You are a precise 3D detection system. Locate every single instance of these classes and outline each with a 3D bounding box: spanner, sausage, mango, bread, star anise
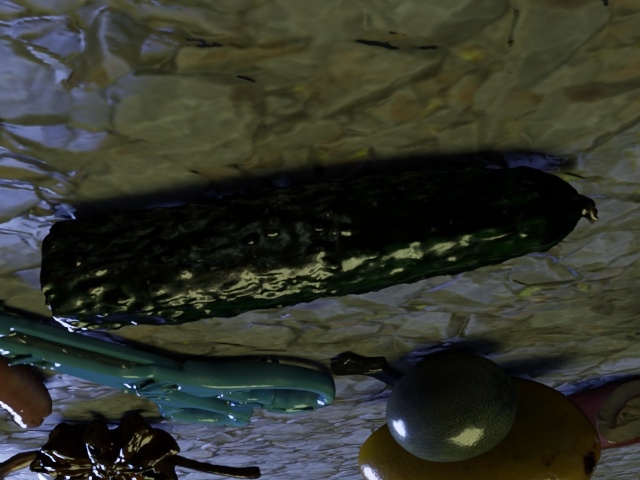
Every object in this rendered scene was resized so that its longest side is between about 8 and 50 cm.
[{"bbox_3d":[0.069,0.138,0.834,0.046,0.012,0.208,-16,155,24],"label":"spanner"},{"bbox_3d":[-0.258,0.125,0.708,0.043,0.043,0.186,-3,156,-5],"label":"sausage"},{"bbox_3d":[0.154,0.208,0.857,0.253,0.139,0.113,-14,133,27],"label":"mango"},{"bbox_3d":[0.322,0.197,0.944,0.119,0.067,0.192,9,155,-44],"label":"bread"},{"bbox_3d":[-0.208,0.254,0.951,0.177,0.073,0.234,-32,129,32],"label":"star anise"}]

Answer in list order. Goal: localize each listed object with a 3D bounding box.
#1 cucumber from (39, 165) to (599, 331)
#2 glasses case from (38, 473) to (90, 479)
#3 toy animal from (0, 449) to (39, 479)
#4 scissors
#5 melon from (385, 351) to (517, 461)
[{"bbox_3d":[0.000,0.000,0.449,0.293,0.068,0.067,-9,156,7],"label":"cucumber"},{"bbox_3d":[-0.317,0.295,1.074,0.063,0.041,0.164,-4,157,-10],"label":"glasses case"},{"bbox_3d":[-0.432,0.257,0.946,0.183,0.104,0.185,-35,139,-13],"label":"toy animal"},{"bbox_3d":[-0.135,0.116,0.717,0.180,0.032,0.393,-19,152,27],"label":"scissors"},{"bbox_3d":[0.117,0.152,0.770,0.098,0.098,0.130,17,153,-40],"label":"melon"}]
